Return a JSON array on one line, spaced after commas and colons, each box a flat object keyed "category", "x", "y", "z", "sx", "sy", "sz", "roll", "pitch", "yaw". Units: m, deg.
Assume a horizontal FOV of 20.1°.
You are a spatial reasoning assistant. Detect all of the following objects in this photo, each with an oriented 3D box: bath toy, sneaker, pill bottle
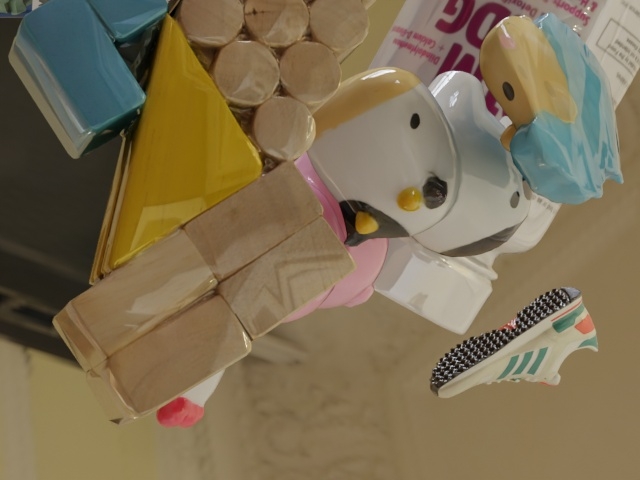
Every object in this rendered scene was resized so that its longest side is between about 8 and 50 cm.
[{"category": "bath toy", "x": 0.000, "y": 0.000, "z": 1.000, "sx": 0.348, "sy": 0.151, "sz": 0.129, "roll": -29, "pitch": -136, "yaw": 33}, {"category": "sneaker", "x": 0.179, "y": 0.111, "z": 1.622, "sx": 0.161, "sy": 0.075, "sz": 0.057, "roll": -32, "pitch": -162, "yaw": -5}, {"category": "pill bottle", "x": 0.108, "y": -0.090, "z": 1.213, "sx": 0.160, "sy": 0.160, "sz": 0.283, "roll": 31, "pitch": -87, "yaw": 55}]

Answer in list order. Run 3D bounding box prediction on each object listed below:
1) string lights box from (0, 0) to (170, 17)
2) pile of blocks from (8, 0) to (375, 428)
[{"category": "string lights box", "x": -0.200, "y": -0.200, "z": 1.035, "sx": 0.133, "sy": 0.259, "sz": 0.077, "roll": 102, "pitch": -20, "yaw": -46}, {"category": "pile of blocks", "x": -0.037, "y": -0.113, "z": 0.617, "sx": 0.112, "sy": 0.149, "sz": 0.362, "roll": 146, "pitch": -37, "yaw": -70}]
